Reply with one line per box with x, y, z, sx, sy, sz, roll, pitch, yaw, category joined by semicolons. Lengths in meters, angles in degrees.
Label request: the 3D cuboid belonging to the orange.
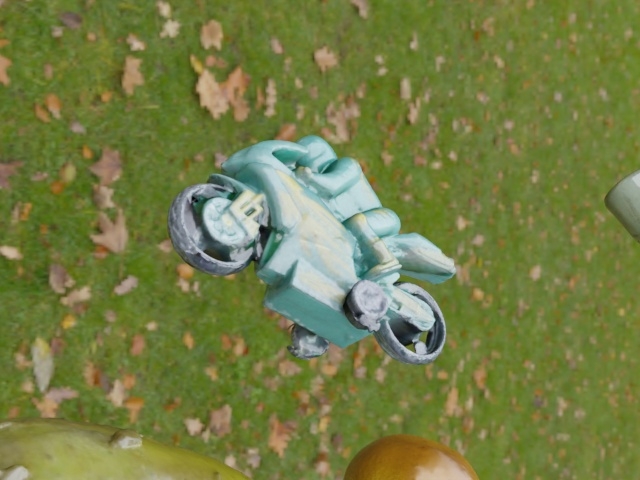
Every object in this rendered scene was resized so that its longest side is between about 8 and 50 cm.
0.099;0.288;1.048;0.159;0.159;0.136;55;48;-46;orange

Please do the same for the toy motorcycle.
0.002;0.001;0.888;0.296;0.109;0.198;32;50;-22;toy motorcycle

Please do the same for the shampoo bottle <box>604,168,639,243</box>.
0.476;0.015;1.236;0.118;0.087;0.234;-2;51;-48;shampoo bottle

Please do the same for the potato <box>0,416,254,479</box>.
-0.075;0.151;0.389;0.251;0.149;0.113;37;17;-43;potato
